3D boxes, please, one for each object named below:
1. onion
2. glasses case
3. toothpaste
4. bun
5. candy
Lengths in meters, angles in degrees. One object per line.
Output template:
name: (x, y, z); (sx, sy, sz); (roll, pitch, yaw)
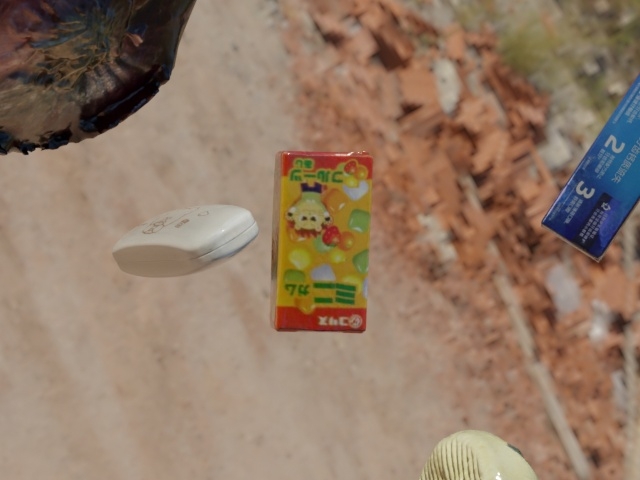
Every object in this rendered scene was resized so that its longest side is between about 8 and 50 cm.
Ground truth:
onion: (-0.212, -0.207, 1.270); (0.195, 0.272, 0.272); (42, 9, 34)
glasses case: (-0.122, 0.001, 1.568); (0.074, 0.193, 0.049); (-32, 106, -28)
toothpaste: (0.353, -0.129, 1.873); (0.076, 0.320, 0.066); (34, 2, 10)
bun: (0.195, 0.324, 2.042); (0.128, 0.222, 0.222); (13, 44, -21)
candy: (0.000, 0.000, 1.172); (0.038, 0.062, 0.122); (-158, -111, -80)
